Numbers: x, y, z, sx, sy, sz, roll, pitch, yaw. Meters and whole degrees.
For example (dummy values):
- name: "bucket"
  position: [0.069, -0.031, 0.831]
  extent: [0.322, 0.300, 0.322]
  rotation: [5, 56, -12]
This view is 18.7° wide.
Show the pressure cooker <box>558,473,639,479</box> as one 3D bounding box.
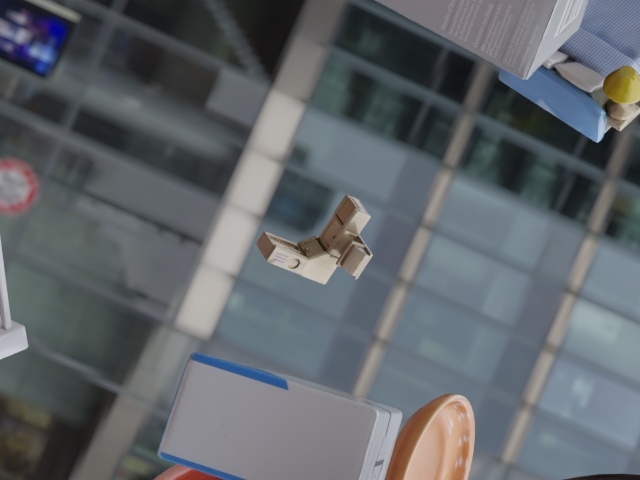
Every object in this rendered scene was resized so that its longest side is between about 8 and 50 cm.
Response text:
- name: "pressure cooker"
  position: [0.198, 0.343, 1.229]
  extent: [0.375, 0.420, 0.369]
  rotation: [30, -87, 40]

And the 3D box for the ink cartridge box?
- name: "ink cartridge box"
  position: [-0.025, 0.147, 1.482]
  extent: [0.203, 0.148, 0.085]
  rotation: [34, 72, -82]

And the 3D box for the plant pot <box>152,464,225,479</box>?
- name: "plant pot"
  position: [-0.076, 0.379, 1.854]
  extent: [0.265, 0.272, 0.272]
  rotation: [105, 1, -55]

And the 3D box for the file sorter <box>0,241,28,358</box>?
- name: "file sorter"
  position: [-0.385, 0.000, 1.447]
  extent: [0.278, 0.193, 0.173]
  rotation: [19, -59, 44]

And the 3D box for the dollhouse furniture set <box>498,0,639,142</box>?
- name: "dollhouse furniture set"
  position: [0.295, -0.307, 2.058]
  extent: [0.286, 0.303, 0.198]
  rotation: [-40, 151, -23]

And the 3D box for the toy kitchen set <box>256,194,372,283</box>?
- name: "toy kitchen set"
  position: [0.000, 0.000, 1.850]
  extent: [0.083, 0.075, 0.068]
  rotation: [-56, -145, 17]

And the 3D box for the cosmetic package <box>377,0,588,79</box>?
- name: "cosmetic package"
  position: [0.107, -0.247, 1.626]
  extent: [0.127, 0.238, 0.107]
  rotation: [-44, 157, -48]

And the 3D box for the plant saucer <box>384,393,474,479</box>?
- name: "plant saucer"
  position: [0.116, 0.266, 2.195]
  extent: [0.200, 0.037, 0.200]
  rotation: [-43, 141, -49]
